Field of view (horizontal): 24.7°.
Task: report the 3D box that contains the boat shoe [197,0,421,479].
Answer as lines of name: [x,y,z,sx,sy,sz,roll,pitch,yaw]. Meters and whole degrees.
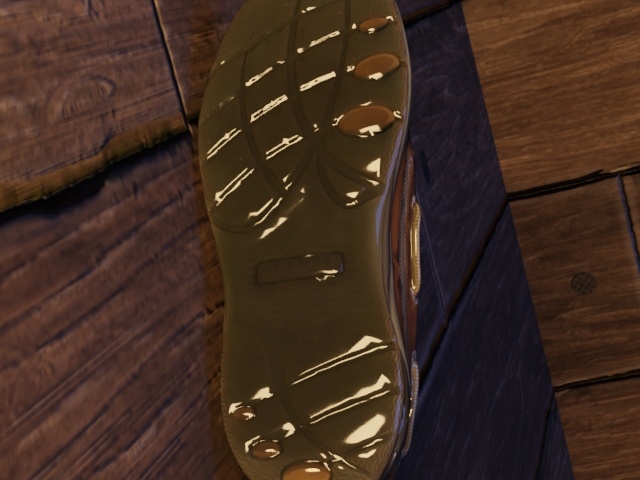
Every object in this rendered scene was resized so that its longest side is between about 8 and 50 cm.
boat shoe: [0.000,0.000,0.830,0.120,0.122,0.324,58,32,-65]
